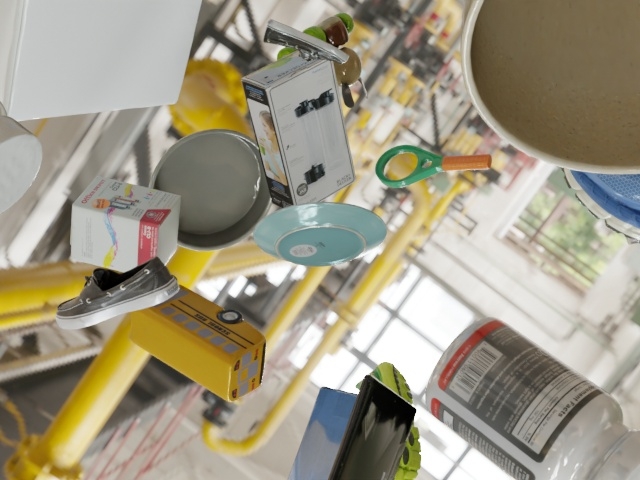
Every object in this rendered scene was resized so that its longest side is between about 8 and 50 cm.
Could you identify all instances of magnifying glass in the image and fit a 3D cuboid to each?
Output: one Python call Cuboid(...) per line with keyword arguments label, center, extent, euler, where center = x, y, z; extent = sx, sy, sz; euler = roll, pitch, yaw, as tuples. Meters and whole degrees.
Cuboid(label="magnifying glass", center=(0.211, -0.143, 2.026), extent=(0.230, 0.092, 0.026), euler=(-2, 146, 30))

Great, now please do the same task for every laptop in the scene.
Cuboid(label="laptop", center=(-0.026, 0.401, 1.688), extent=(0.236, 0.382, 0.408), euler=(14, 167, 24))

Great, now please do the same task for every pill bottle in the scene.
Cuboid(label="pill bottle", center=(0.372, 0.306, 1.799), extent=(0.363, 0.210, 0.210), euler=(36, -171, 30))
Cuboid(label="pill bottle", center=(-0.401, -0.123, 1.098), extent=(0.221, 0.121, 0.121), euler=(35, -171, 16))

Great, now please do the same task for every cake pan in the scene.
Cuboid(label="cake pan", center=(-0.246, -0.118, 2.391), extent=(0.293, 0.293, 0.054), euler=(29, -169, -31))

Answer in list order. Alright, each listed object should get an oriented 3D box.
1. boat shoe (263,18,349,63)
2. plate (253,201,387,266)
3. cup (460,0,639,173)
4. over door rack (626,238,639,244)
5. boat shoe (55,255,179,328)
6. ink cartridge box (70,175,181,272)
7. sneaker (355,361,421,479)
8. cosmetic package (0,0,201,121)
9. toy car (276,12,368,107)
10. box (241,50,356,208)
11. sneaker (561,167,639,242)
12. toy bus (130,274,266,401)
Cuboid(label="boat shoe", center=(-0.024, -0.311, 1.724), extent=(0.142, 0.040, 0.049), euler=(23, -171, -5))
Cuboid(label="plate", center=(0.000, 0.000, 1.495), extent=(0.188, 0.188, 0.024), euler=(26, -128, -44))
Cuboid(label="cup", center=(0.269, -0.248, 0.882), extent=(0.331, 0.331, 0.237), euler=(29, -136, -35))
Cuboid(label="over door rack", center=(0.655, -0.091, 2.129), extent=(0.324, 0.108, 0.240), euler=(5, -118, -43))
Cuboid(label="boat shoe", center=(-0.324, 0.075, 1.645), extent=(0.076, 0.228, 0.080), euler=(65, -148, -17))
Cuboid(label="ink cartridge box", center=(-0.372, -0.026, 2.046), extent=(0.176, 0.127, 0.128), euler=(13, -148, 7))
Cuboid(label="sneaker", center=(0.118, 0.371, 2.061), extent=(0.109, 0.123, 0.296), euler=(43, -151, -30))
Cuboid(label="cosmetic package", center=(-0.438, -0.451, 1.789), extent=(0.329, 0.328, 0.394), euler=(-12, -134, -39))
Cuboid(label="toy car", center=(0.030, -0.369, 2.289), extent=(0.188, 0.149, 0.155), euler=(55, -141, -3))
Cuboid(label="box", center=(-0.038, -0.218, 2.131), extent=(0.087, 0.169, 0.290), euler=(28, 141, 45))
Cuboid(label="sneaker", center=(0.408, -0.059, 1.100), extent=(0.329, 0.147, 0.130), euler=(24, -149, 16))
Cuboid(label="toy bus", center=(-0.249, 0.177, 2.043), extent=(0.332, 0.108, 0.130), euler=(26, -147, 32))
